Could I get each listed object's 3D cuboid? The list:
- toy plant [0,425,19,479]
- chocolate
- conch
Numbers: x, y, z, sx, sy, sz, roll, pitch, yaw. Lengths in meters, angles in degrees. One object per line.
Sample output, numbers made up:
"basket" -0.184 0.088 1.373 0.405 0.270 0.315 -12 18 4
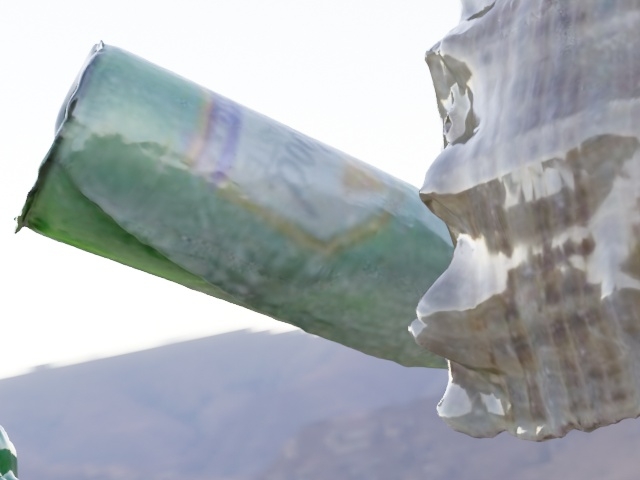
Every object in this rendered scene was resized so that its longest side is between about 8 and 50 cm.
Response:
"toy plant" -0.251 0.122 1.099 0.200 0.105 0.143 9 -6 27
"chocolate" 0.000 0.000 0.977 0.291 0.110 0.110 22 -15 -9
"conch" 0.146 -0.060 0.778 0.297 0.210 0.352 -49 9 -34
